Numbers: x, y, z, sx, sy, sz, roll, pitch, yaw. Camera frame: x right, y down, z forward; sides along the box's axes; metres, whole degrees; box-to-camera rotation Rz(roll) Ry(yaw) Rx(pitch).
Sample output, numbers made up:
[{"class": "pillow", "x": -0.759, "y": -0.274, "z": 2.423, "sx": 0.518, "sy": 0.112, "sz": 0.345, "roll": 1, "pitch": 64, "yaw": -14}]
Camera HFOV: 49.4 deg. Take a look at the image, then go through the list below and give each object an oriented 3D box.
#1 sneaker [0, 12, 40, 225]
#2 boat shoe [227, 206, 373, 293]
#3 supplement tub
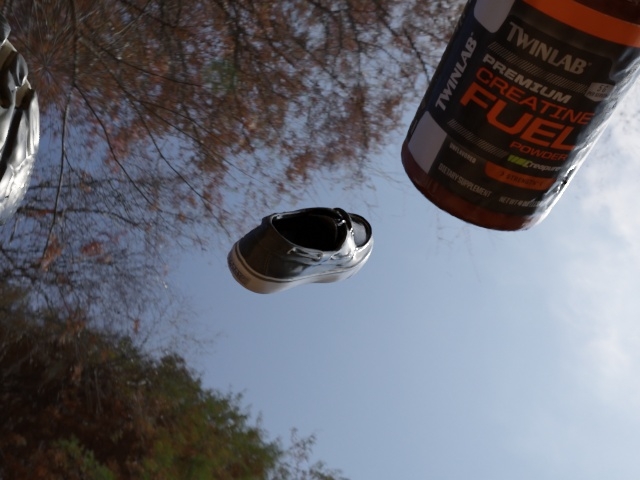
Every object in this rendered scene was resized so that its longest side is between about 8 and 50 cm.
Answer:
[{"class": "sneaker", "x": -0.280, "y": -0.103, "z": 0.292, "sx": 0.330, "sy": 0.147, "sz": 0.129, "roll": 35, "pitch": -126, "yaw": -29}, {"class": "boat shoe", "x": 0.000, "y": 0.000, "z": 0.438, "sx": 0.040, "sy": 0.049, "sz": 0.142, "roll": -48, "pitch": -16, "yaw": 29}, {"class": "supplement tub", "x": 0.126, "y": -0.107, "z": 0.395, "sx": 0.106, "sy": 0.106, "sz": 0.197, "roll": 3, "pitch": -49, "yaw": -22}]
